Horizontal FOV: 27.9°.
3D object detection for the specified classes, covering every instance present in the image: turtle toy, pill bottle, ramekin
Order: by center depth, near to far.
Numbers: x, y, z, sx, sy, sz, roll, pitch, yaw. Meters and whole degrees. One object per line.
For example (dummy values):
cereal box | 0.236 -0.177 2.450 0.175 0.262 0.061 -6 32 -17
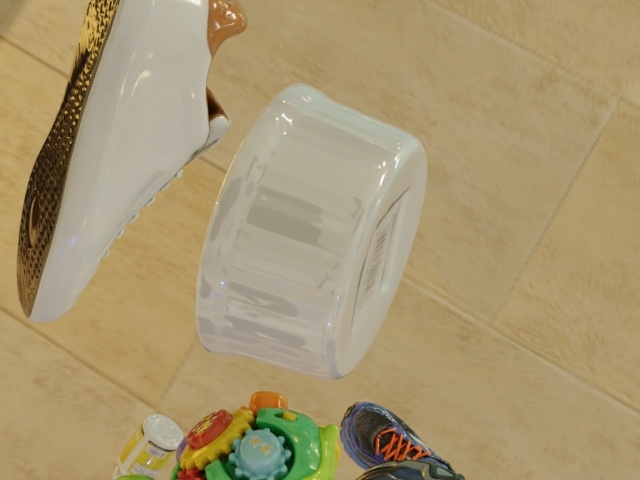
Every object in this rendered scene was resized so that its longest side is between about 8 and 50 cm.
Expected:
turtle toy | -0.047 0.119 0.608 0.130 0.095 0.066 -34 102 10
ramekin | 0.000 0.000 1.241 0.135 0.277 0.277 19 88 15
pill bottle | -0.255 0.313 1.879 0.065 0.065 0.116 43 114 13

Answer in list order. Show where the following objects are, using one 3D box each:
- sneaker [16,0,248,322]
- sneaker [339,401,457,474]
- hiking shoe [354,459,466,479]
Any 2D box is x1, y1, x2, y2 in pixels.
sneaker | -0.133 -0.054 0.928 0.290 0.123 0.106 -64 33 26
sneaker | 0.116 0.275 1.581 0.221 0.087 0.083 42 70 -13
hiking shoe | 0.129 0.329 1.402 0.304 0.132 0.113 17 117 43
